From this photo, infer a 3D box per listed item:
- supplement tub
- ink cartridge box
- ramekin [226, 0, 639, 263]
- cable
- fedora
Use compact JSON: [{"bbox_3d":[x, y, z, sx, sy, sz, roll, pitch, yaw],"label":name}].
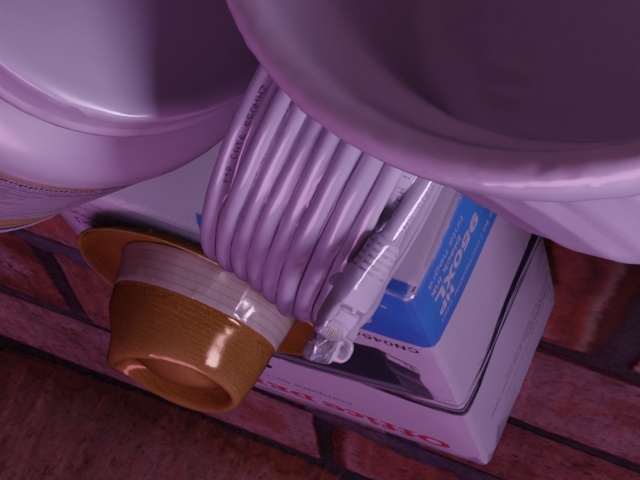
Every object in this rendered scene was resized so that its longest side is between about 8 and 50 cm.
[{"bbox_3d":[-0.155,-0.136,0.939,0.241,0.241,0.331,29,162,-20],"label":"supplement tub"},{"bbox_3d":[0.000,0.000,1.281,0.285,0.166,0.395,18,163,19],"label":"ink cartridge box"},{"bbox_3d":[0.112,-0.125,0.579,0.277,0.277,0.135,12,167,32],"label":"ramekin"},{"bbox_3d":[0.036,-0.081,0.835,0.089,0.257,0.257,27,-171,4],"label":"cable"},{"bbox_3d":[-0.087,0.060,1.154,0.194,0.079,0.194,23,163,7],"label":"fedora"}]
